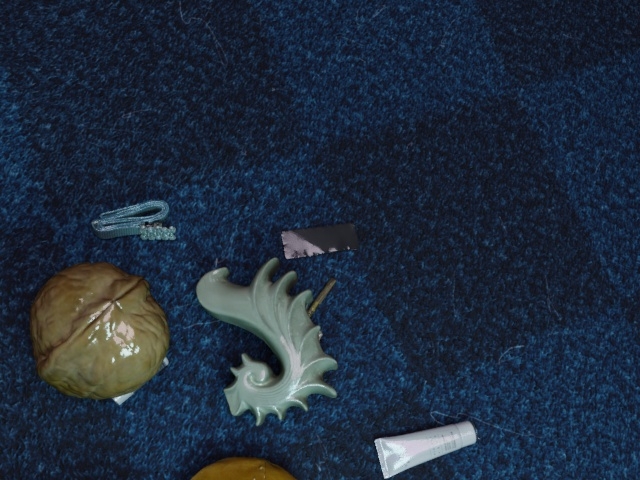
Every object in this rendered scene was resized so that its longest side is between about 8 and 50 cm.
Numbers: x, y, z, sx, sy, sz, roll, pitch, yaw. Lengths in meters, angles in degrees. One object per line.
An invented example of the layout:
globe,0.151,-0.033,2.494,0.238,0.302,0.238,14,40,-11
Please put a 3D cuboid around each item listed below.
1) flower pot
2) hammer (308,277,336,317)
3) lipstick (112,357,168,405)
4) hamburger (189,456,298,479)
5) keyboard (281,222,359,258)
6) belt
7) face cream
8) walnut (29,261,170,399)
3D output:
flower pot,-0.116,0.216,1.561,0.254,0.164,0.367,-18,75,-4
hammer,-0.018,0.161,1.689,0.062,0.017,0.182,36,66,-3
lipstick,-0.399,0.301,1.527,0.141,0.040,0.040,-39,87,-23
hamburger,-0.149,0.539,1.470,0.283,0.144,0.156,19,69,-7
keyboard,0.000,0.001,1.744,0.196,0.015,0.074,-8,72,-18
belt,-0.435,-0.034,1.610,0.179,0.065,0.100,-15,70,-17
face cream,0.253,0.484,1.648,0.244,0.058,0.092,-13,82,-12
walnut,-0.447,0.181,1.406,0.252,0.313,0.277,-8,68,-35
